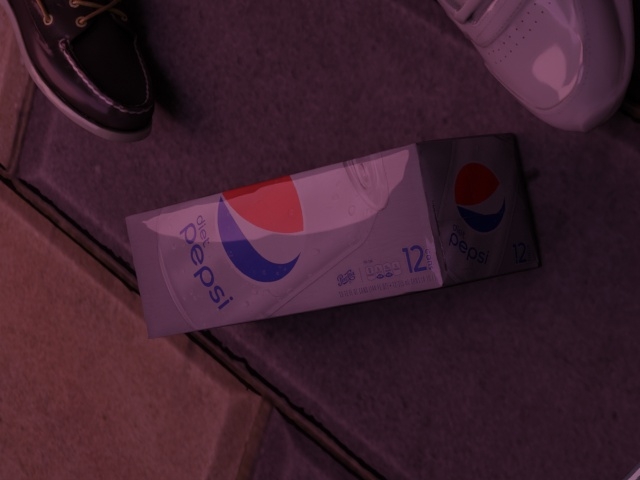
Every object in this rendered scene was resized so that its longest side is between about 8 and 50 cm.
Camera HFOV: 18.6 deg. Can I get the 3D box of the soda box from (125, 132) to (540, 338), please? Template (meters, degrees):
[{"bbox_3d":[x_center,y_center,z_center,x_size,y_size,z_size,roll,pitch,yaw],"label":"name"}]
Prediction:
[{"bbox_3d":[0.000,0.000,1.283,0.286,0.098,0.091,-12,88,46],"label":"soda box"}]

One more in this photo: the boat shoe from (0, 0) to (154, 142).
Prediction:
[{"bbox_3d":[-0.185,-0.170,1.448,0.228,0.081,0.069,55,134,27],"label":"boat shoe"}]

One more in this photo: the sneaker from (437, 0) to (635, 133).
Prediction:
[{"bbox_3d":[0.067,-0.182,1.143,0.305,0.152,0.114,59,140,21],"label":"sneaker"}]

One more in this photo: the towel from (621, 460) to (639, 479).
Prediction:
[{"bbox_3d":[0.284,0.237,1.048,0.320,0.090,0.374,54,130,25],"label":"towel"}]
